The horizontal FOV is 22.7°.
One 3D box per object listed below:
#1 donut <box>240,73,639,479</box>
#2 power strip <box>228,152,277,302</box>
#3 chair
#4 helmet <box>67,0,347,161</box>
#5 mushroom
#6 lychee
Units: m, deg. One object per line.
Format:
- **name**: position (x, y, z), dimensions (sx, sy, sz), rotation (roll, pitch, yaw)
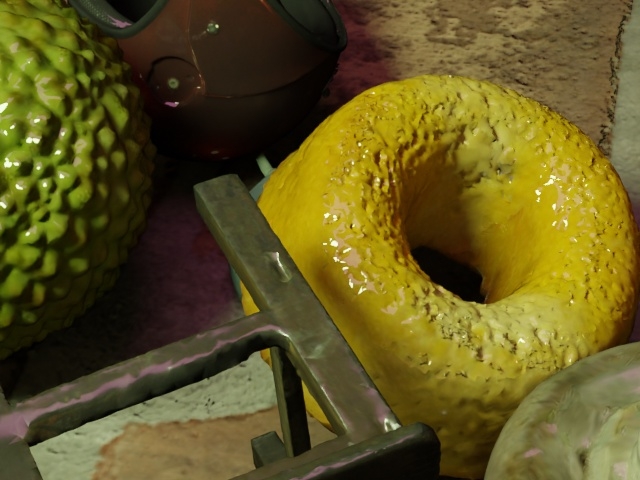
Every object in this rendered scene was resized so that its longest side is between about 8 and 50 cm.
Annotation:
- **donut**: position (0.088, 0.009, 1.010), dimensions (0.277, 0.108, 0.278), rotation (12, 52, -16)
- **power strip**: position (0.000, 0.000, 1.137), dimensions (0.137, 0.044, 0.216), rotation (-14, 42, -6)
- **chair**: position (-0.032, 0.196, 0.770), dimensions (0.203, 0.241, 0.416), rotation (-19, 42, -16)
- **helmet**: position (-0.087, -0.157, 1.214), dimensions (0.216, 0.193, 0.189), rotation (8, 28, -2)
- **mushroom**: position (0.195, 0.142, 0.846), dimensions (0.226, 0.178, 0.226), rotation (-8, 48, 9)
- **lychee**: position (-0.237, -0.048, 1.069), dimensions (0.270, 0.270, 0.320), rotation (-24, 47, -19)
